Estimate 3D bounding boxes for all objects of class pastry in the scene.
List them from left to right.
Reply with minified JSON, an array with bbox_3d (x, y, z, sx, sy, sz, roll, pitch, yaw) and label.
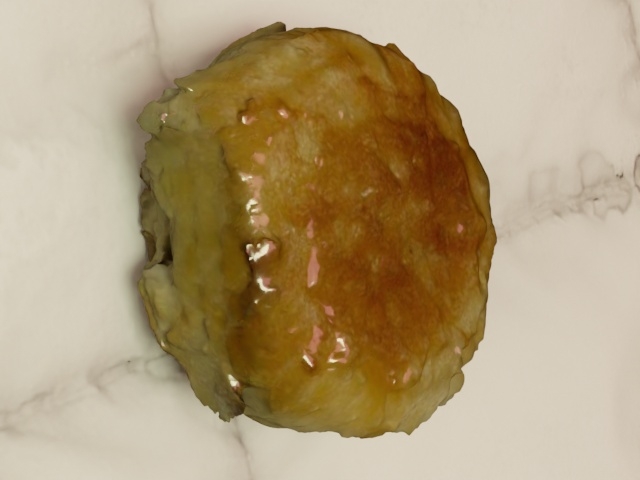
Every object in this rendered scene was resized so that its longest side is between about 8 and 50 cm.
[{"bbox_3d":[0.001,-0.006,0.780,0.236,0.121,0.257,-14,95,-45],"label":"pastry"}]
